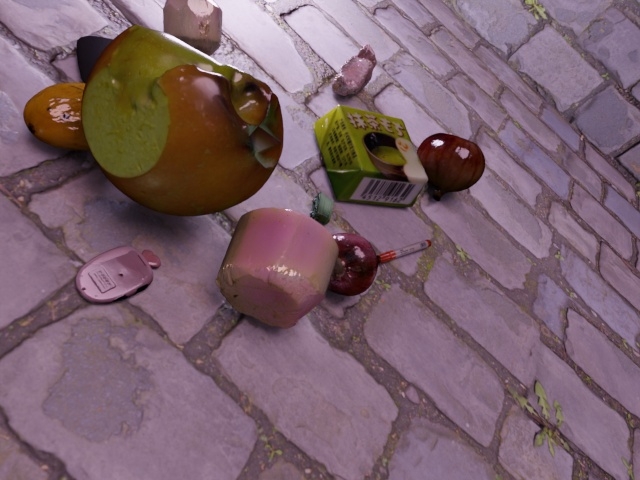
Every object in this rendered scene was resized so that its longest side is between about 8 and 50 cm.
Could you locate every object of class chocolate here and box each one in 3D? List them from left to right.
[{"bbox_3d":[0.157,-0.259,1.449,0.301,0.137,0.288,3,58,-34],"label":"chocolate"}]

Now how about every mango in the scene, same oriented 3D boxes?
[{"bbox_3d":[-0.491,-0.269,1.020,0.262,0.109,0.157,-27,74,-45],"label":"mango"}]

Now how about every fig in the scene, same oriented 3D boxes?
[{"bbox_3d":[0.438,-0.260,1.615,0.235,0.214,0.235,8,36,-6],"label":"fig"}]

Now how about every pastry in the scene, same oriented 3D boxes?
[{"bbox_3d":[0.120,-0.584,1.680,0.103,0.112,0.265,34,52,1],"label":"pastry"}]

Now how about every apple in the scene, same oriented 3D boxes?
[{"bbox_3d":[-0.262,-0.234,0.949,0.374,0.374,0.384,-64,143,-43],"label":"apple"}]

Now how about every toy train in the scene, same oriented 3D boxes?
[{"bbox_3d":[0.004,-0.087,1.290,0.056,0.038,0.093,28,47,-19],"label":"toy train"}]

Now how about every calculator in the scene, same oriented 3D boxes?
[{"bbox_3d":[-0.386,0.062,0.919,0.103,0.024,0.166,51,46,7],"label":"calculator"}]

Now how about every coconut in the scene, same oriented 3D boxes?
[{"bbox_3d":[-0.346,-0.605,1.300,0.171,0.182,0.171,6,14,-1],"label":"coconut"},{"bbox_3d":[-0.085,0.043,1.017,0.233,0.233,0.245,31,47,-14],"label":"coconut"}]

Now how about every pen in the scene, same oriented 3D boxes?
[{"bbox_3d":[0.244,0.031,1.382,0.239,0.028,0.028,-14,69,-41],"label":"pen"}]

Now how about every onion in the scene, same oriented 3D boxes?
[{"bbox_3d":[0.076,0.057,1.169,0.159,0.159,0.195,60,24,14],"label":"onion"}]

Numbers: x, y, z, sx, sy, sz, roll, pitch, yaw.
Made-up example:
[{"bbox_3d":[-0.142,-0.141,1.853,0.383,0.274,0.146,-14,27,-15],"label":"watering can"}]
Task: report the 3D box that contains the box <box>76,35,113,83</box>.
[{"bbox_3d":[-0.482,-0.413,1.175,0.213,0.042,0.201,0,60,-34],"label":"box"}]
